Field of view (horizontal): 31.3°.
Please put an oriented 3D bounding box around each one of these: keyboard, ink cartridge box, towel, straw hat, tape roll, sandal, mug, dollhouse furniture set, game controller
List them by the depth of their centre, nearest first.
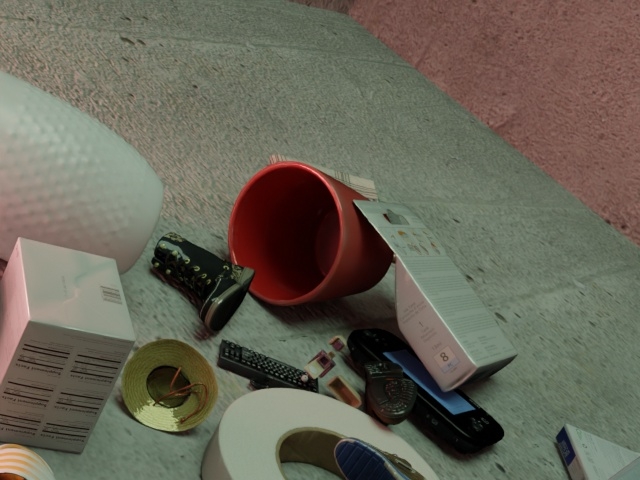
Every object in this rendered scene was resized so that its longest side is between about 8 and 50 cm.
[{"bbox_3d":[-0.362,0.318,1.355,0.102,0.076,0.265,22,24,-14],"label":"sandal"},{"bbox_3d":[0.017,0.367,1.667,0.392,0.072,0.392,24,23,-11],"label":"tape roll"},{"bbox_3d":[-0.228,0.220,1.707,0.144,0.144,0.061,24,-14,-8],"label":"straw hat"},{"bbox_3d":[-0.442,-0.107,1.893,0.328,0.276,0.374,26,21,-21],"label":"mug"},{"bbox_3d":[0.027,0.235,1.908,0.114,0.091,0.081,48,29,6],"label":"dollhouse furniture set"},{"bbox_3d":[-0.086,0.222,1.911,0.180,0.023,0.108,22,24,-10],"label":"keyboard"},{"bbox_3d":[0.189,0.264,2.063,0.319,0.067,0.166,40,27,25],"label":"game controller"},{"bbox_3d":[0.559,0.452,2.100,0.224,0.045,0.223,22,25,-15],"label":"ink cartridge box"},{"bbox_3d":[0.200,0.099,2.178,0.385,0.091,0.308,54,19,15],"label":"ink cartridge box"},{"bbox_3d":[0.051,-0.080,2.628,0.324,0.056,0.312,19,25,-21],"label":"towel"}]

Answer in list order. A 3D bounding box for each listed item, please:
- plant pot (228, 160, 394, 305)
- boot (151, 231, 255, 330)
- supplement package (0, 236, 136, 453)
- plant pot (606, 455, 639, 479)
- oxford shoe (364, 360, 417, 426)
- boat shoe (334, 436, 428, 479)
[{"bbox_3d":[0.000,0.000,2.195,0.275,0.275,0.243,43,18,32],"label":"plant pot"},{"bbox_3d":[-0.223,0.069,2.003,0.178,0.085,0.236,27,17,3],"label":"boot"},{"bbox_3d":[-0.367,0.143,1.549,0.149,0.203,0.194,15,27,-27],"label":"supplement package"},{"bbox_3d":[0.426,0.506,1.625,0.252,0.247,0.248,-15,45,-34],"label":"plant pot"},{"bbox_3d":[0.116,0.274,1.902,0.083,0.096,0.227,1,8,-1],"label":"oxford shoe"},{"bbox_3d":[0.099,0.343,1.646,0.183,0.066,0.066,39,19,1],"label":"boat shoe"}]
